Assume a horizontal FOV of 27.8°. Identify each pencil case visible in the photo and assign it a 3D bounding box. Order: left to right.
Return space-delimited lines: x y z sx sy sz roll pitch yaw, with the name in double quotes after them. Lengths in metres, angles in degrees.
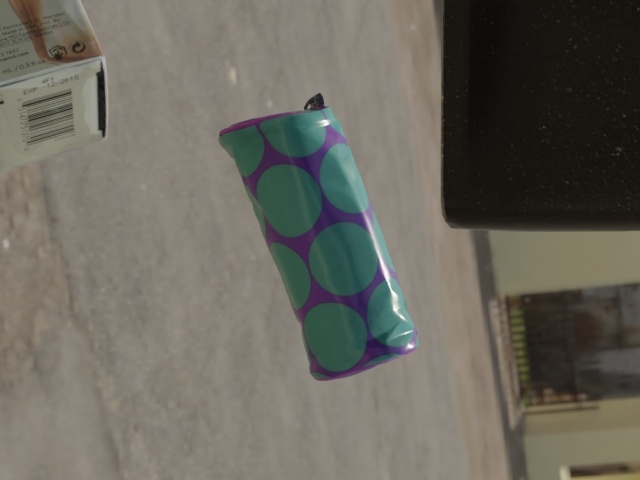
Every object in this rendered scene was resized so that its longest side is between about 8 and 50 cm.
0.000 0.000 0.708 0.070 0.064 0.151 -9 -77 64 "pencil case"

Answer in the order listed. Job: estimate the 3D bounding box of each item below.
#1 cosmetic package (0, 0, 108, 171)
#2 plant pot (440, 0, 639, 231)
-0.322 -0.238 1.304 0.153 0.129 0.296 105 -37 -61 "cosmetic package"
0.148 -0.106 0.358 0.187 0.167 0.188 -33 126 -54 "plant pot"
